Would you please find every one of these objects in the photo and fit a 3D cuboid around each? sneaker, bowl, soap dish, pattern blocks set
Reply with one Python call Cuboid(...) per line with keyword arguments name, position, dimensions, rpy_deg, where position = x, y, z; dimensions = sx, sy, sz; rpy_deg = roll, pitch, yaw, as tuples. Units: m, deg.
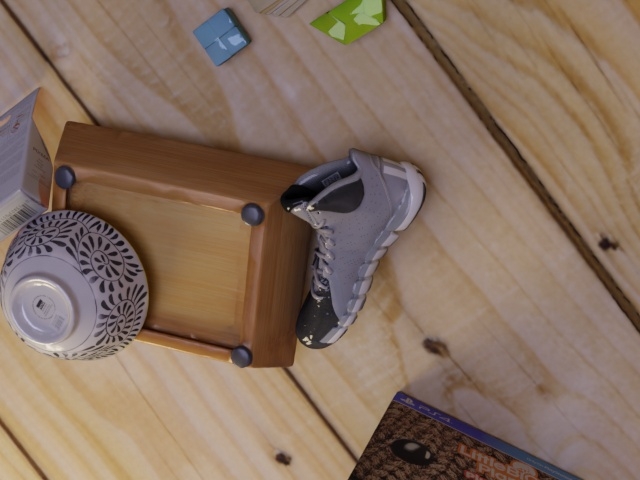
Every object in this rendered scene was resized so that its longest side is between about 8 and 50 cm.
Cuboid(name="sneaker", position=(0.000, 0.000, 1.319), dimensions=(0.132, 0.086, 0.229), rpy_deg=(20, 107, -31))
Cuboid(name="bowl", position=(-0.271, 0.060, 1.320), dimensions=(0.170, 0.080, 0.170), rpy_deg=(5, 109, 16))
Cuboid(name="soap dish", position=(-0.160, 0.011, 1.379), dimensions=(0.290, 0.118, 0.229), rpy_deg=(12, 110, 12))
Cuboid(name="pattern blocks set", position=(-0.026, -0.331, 1.281), dimensions=(0.325, 0.026, 0.285), rpy_deg=(-22, 99, 22))

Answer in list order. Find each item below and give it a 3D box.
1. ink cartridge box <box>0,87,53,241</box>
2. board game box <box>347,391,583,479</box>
Cuboid(name="ink cartridge box", position=(-0.354, -0.068, 1.402), dimensions=(0.145, 0.179, 0.045), rpy_deg=(-32, 126, 24))
Cuboid(name="board game box", position=(0.125, 0.313, 1.294), dimensions=(0.232, 0.291, 0.141), rpy_deg=(25, 111, 7))
